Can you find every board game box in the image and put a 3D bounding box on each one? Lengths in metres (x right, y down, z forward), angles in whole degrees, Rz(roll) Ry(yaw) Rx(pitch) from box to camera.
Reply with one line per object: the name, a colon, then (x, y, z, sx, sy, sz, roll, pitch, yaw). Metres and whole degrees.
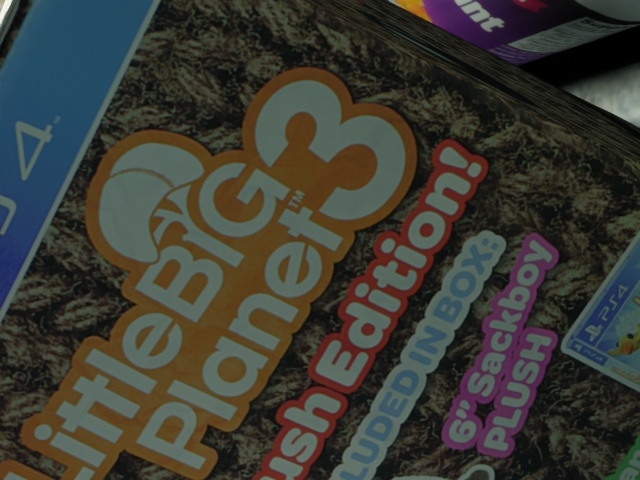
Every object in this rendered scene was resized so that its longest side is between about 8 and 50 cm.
board game box: (0.000, 0.000, 0.521, 0.141, 0.291, 0.232, -62, 27, 10)

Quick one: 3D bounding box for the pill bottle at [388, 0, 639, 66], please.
pill bottle: (0.092, -0.129, 0.658, 0.193, 0.108, 0.108, -14, 57, 59)
